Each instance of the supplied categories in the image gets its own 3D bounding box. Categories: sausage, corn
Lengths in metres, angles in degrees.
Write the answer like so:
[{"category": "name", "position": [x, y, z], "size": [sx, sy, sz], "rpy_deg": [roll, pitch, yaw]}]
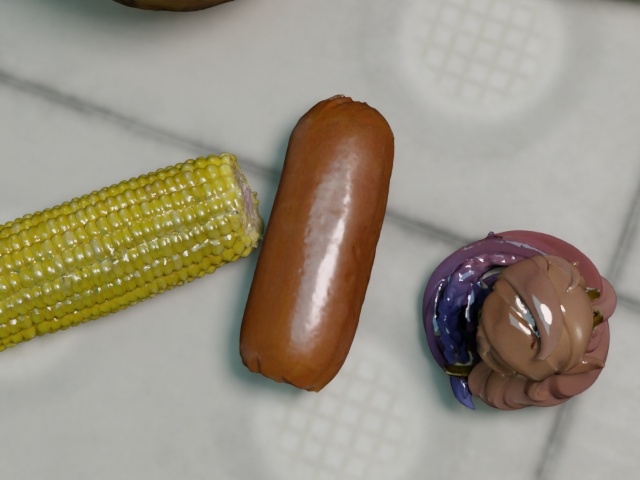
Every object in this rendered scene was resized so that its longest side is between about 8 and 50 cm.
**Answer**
[{"category": "sausage", "position": [0.000, 0.000, 1.104], "size": [0.076, 0.076, 0.198], "rpy_deg": [14, 80, 5]}, {"category": "corn", "position": [-0.158, 0.013, 1.105], "size": [0.248, 0.081, 0.081], "rpy_deg": [-19, 80, -1]}]

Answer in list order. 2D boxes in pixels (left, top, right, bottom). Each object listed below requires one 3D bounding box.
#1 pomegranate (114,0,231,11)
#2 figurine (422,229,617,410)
[{"category": "pomegranate", "position": [-0.094, -0.289, 1.067], "size": [0.281, 0.281, 0.281], "rpy_deg": [0, 80, 3]}, {"category": "figurine", "position": [0.136, 0.054, 1.058], "size": [0.126, 0.157, 0.114], "rpy_deg": [-43, 102, -10]}]
